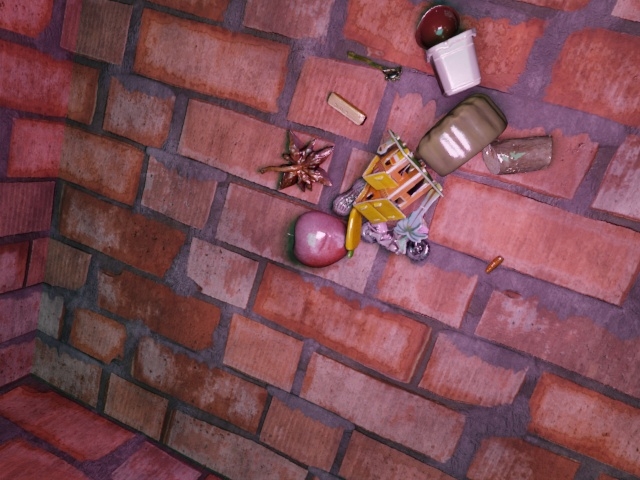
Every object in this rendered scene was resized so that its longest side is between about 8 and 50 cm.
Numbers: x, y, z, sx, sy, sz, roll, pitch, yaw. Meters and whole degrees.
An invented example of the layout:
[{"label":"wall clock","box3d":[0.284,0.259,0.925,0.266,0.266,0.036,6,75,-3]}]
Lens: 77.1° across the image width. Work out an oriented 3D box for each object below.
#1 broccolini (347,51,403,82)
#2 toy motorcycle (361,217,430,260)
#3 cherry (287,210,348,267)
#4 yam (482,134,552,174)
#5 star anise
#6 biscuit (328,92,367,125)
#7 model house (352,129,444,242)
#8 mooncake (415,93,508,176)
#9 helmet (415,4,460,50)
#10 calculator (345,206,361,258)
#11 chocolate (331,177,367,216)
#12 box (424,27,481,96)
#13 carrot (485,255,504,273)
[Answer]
[{"label":"broccolini","box3d":[0.233,-0.745,1.722,0.254,0.071,0.057,29,147,16]},{"label":"toy motorcycle","box3d":[0.334,-0.040,1.751,0.327,0.143,0.188,22,104,28]},{"label":"cherry","box3d":[0.000,0.000,1.812,0.308,0.221,0.261,6,108,-4]},{"label":"yam","box3d":[0.772,-0.331,1.566,0.255,0.154,0.153,-2,98,14]},{"label":"star anise","box3d":[-0.097,-0.341,1.838,0.350,0.109,0.292,26,100,11]},{"label":"biscuit","box3d":[0.118,-0.576,1.766,0.188,0.052,0.056,39,123,7]},{"label":"model house","box3d":[0.285,-0.176,1.584,0.324,0.340,0.300,-38,131,22]},{"label":"mooncake","box3d":[0.521,-0.398,1.524,0.351,0.351,0.187,-38,89,18]},{"label":"helmet","box3d":[0.468,-0.824,1.596,0.155,0.106,0.175,46,111,11]},{"label":"calculator","box3d":[0.147,-0.036,1.760,0.032,0.146,0.234,9,104,21]},{"label":"chocolate","box3d":[0.157,-0.198,1.787,0.248,0.110,0.110,-38,87,22]},{"label":"box","box3d":[0.507,-0.651,1.516,0.175,0.312,0.182,-18,101,18]},{"label":"carrot","box3d":[0.740,0.101,1.710,0.032,0.032,0.093,40,112,7]}]
